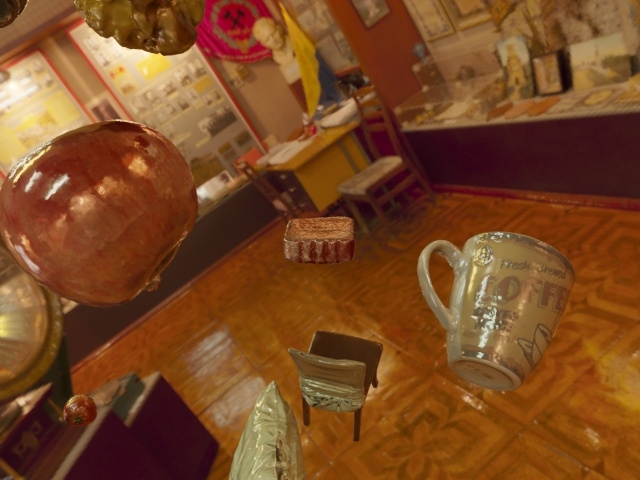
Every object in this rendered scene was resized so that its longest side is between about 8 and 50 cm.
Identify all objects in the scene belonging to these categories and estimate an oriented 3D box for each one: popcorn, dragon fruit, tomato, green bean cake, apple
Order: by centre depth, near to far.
[{"bbox_3d":[-0.347,-0.038,0.986,0.345,0.269,0.345,-31,3,2],"label":"apple"},{"bbox_3d":[-0.337,-0.459,1.138,0.205,0.237,0.251,-58,24,10],"label":"popcorn"},{"bbox_3d":[0.000,0.000,1.146,0.135,0.056,0.135,1,22,3],"label":"green bean cake"},{"bbox_3d":[-0.644,0.454,1.609,0.087,0.087,0.075,-28,33,17],"label":"tomato"},{"bbox_3d":[-0.495,0.106,1.675,0.083,0.060,0.056,2,-40,-33],"label":"dragon fruit"}]

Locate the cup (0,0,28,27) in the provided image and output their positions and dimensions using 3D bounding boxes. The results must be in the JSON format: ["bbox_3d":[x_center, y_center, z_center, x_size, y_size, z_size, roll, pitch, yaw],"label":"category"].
[{"bbox_3d":[-0.575,-0.438,1.015,0.199,0.149,0.199,-25,-24,-12],"label":"cup"}]

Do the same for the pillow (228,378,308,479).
[{"bbox_3d":[-0.098,0.457,1.118,0.139,0.283,0.310,5,27,-12],"label":"pillow"}]

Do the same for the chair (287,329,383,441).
[{"bbox_3d":[0.037,0.267,1.255,0.160,0.319,0.186,12,47,15],"label":"chair"}]

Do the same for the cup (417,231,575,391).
[{"bbox_3d":[0.314,0.126,1.149,0.256,0.301,0.227,-63,2,-29],"label":"cup"}]
